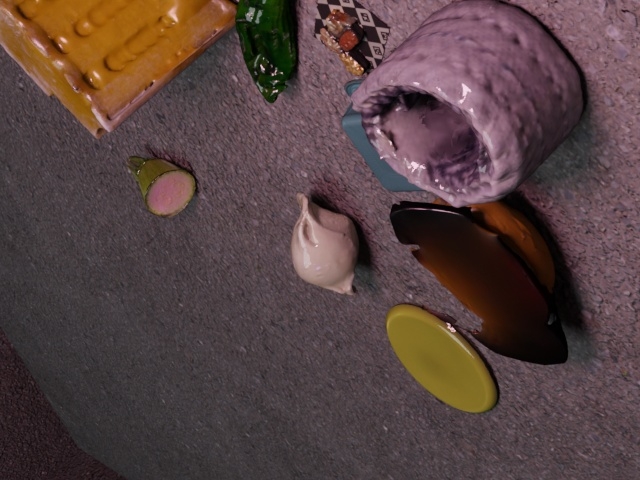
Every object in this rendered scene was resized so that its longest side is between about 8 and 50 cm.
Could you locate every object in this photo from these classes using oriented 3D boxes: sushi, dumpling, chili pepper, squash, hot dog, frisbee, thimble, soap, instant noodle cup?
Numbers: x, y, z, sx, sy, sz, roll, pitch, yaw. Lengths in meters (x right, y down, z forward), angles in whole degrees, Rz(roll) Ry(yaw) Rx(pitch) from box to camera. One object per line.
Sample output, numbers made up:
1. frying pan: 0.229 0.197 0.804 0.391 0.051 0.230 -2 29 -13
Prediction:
1. sushi: 0.031 -0.273 1.684 0.120 0.026 0.126 40 153 16
2. dumpling: 0.002 -0.003 2.028 0.155 0.111 0.181 -121 29 -62
3. chili pepper: -0.073 -0.296 1.766 0.100 0.074 0.257 33 156 20
4. squash: -0.304 -0.119 2.351 0.132 0.105 0.105 47 160 42
5. hot dog: 0.225 0.027 1.707 0.194 0.107 0.326 3 141 29
6. frisbee: 0.197 0.199 2.103 0.236 0.017 0.236 36 152 22
7. thimble: 0.168 -0.160 1.488 0.245 0.157 0.217 19 142 45
8. soap: -0.295 -0.323 1.816 0.259 0.281 0.143 47 156 -2
9. instant noodle cup: 0.109 -0.134 1.697 0.157 0.070 0.179 3 135 53
